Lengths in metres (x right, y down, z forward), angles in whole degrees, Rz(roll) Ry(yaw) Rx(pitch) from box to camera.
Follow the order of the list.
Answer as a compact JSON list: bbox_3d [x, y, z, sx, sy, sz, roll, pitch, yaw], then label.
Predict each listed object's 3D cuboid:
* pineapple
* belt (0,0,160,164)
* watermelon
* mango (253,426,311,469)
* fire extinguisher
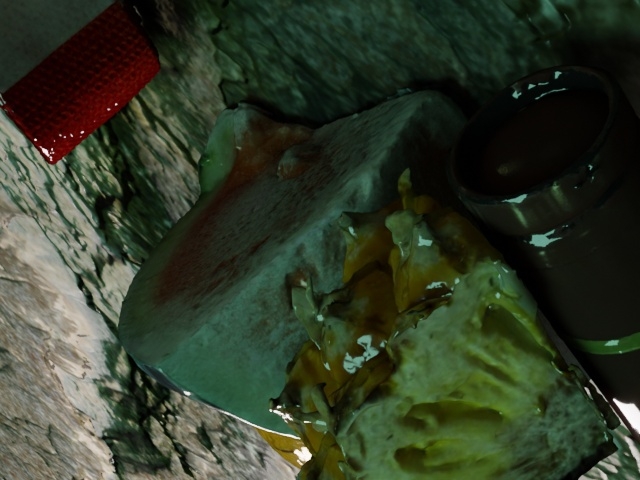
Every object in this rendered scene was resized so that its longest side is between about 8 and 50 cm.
[{"bbox_3d":[0.064,0.088,0.879,0.114,0.186,0.236,-127,41,-61],"label":"pineapple"},{"bbox_3d":[-0.187,-0.159,1.040,0.201,0.124,0.128,52,173,-19],"label":"belt"},{"bbox_3d":[0.000,0.000,0.974,0.320,0.289,0.213,39,128,27],"label":"watermelon"},{"bbox_3d":[-0.005,0.109,1.206,0.157,0.109,0.262,33,160,28],"label":"mango"},{"bbox_3d":[0.203,0.051,0.897,0.141,0.105,0.341,-15,130,33],"label":"fire extinguisher"}]
